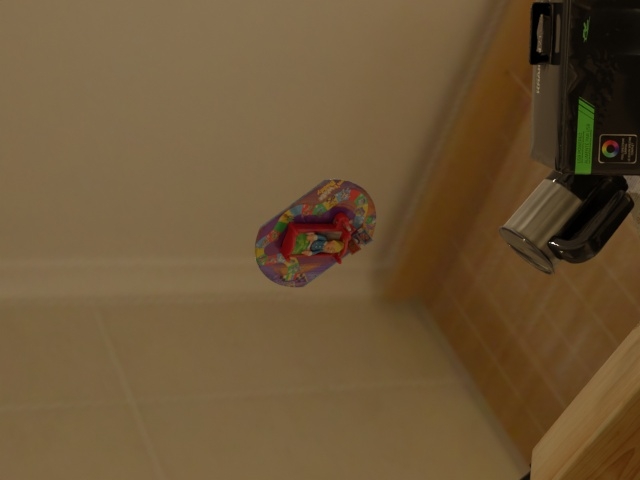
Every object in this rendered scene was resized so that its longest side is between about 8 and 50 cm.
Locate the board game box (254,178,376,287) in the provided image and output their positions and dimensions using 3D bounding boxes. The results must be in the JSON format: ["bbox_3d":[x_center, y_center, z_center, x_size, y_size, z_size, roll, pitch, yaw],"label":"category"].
[{"bbox_3d":[0.000,0.000,1.701,0.169,0.033,0.133,-36,-45,1],"label":"board game box"}]

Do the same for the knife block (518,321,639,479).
[{"bbox_3d":[0.245,0.217,1.281,0.242,0.088,0.275,-12,-56,19],"label":"knife block"}]

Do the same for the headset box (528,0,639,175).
[{"bbox_3d":[0.323,-0.185,1.208,0.283,0.131,0.246,1,-80,-4],"label":"headset box"}]

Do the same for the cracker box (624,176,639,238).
[{"bbox_3d":[0.433,-0.056,1.537,0.156,0.232,0.067,0,-37,-13],"label":"cracker box"}]

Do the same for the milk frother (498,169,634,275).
[{"bbox_3d":[0.262,-0.055,1.505,0.143,0.129,0.135,43,-98,-15],"label":"milk frother"}]
